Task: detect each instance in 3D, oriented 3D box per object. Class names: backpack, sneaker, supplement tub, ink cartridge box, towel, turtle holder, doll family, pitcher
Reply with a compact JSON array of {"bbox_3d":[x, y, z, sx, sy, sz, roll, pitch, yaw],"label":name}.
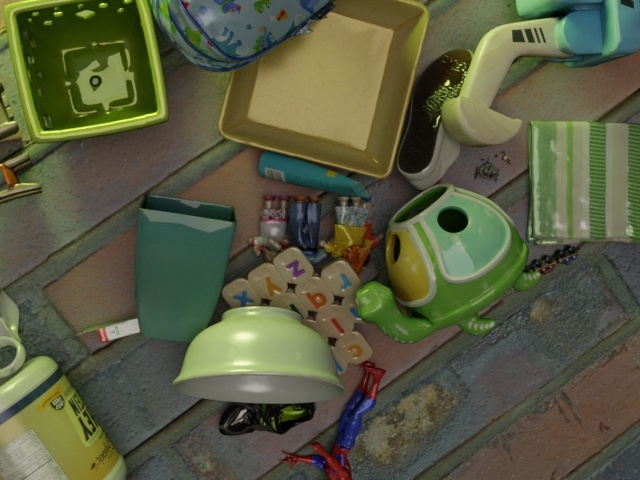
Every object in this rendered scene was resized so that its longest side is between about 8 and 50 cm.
[{"bbox_3d":[-0.118,-0.439,1.331,0.355,0.273,0.290,-33,123,7],"label":"backpack"},{"bbox_3d":[-0.100,0.329,1.537,0.188,0.078,0.067,-9,99,-7],"label":"sneaker"},{"bbox_3d":[-0.479,0.384,1.404,0.228,0.228,0.316,-33,98,-6],"label":"supplement tub"},{"bbox_3d":[-0.382,0.165,1.489,0.115,0.063,0.029,-16,94,-7],"label":"ink cartridge box"},{"bbox_3d":[0.575,-0.114,1.641,0.324,0.038,0.248,0,92,-7],"label":"towel"},{"bbox_3d":[0.210,0.042,1.488,0.320,0.243,0.227,-32,105,7],"label":"turtle holder"},{"bbox_3d":[0.000,0.000,1.511,0.262,0.118,0.163,0,94,-9],"label":"doll family"},{"bbox_3d":[-0.615,0.196,1.403,0.207,0.178,0.125,-29,137,-9],"label":"pitcher"},{"bbox_3d":[0.227,-0.225,1.561,0.105,0.123,0.290,15,73,31],"label":"sneaker"}]

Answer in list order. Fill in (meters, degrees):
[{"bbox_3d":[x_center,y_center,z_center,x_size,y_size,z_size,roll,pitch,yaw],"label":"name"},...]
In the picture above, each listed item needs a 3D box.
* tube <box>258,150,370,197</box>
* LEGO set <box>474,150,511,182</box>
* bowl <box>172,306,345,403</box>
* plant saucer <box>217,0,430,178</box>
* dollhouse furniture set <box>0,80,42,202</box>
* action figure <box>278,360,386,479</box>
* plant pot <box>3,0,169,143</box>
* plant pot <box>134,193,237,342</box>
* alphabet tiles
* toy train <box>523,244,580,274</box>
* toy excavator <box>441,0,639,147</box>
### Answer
[{"bbox_3d":[-0.013,-0.116,1.486,0.207,0.080,0.052,18,86,21],"label":"tube"},{"bbox_3d":[0.340,-0.145,1.605,0.054,0.023,0.083,39,87,-9],"label":"LEGO set"},{"bbox_3d":[-0.104,0.196,1.409,0.297,0.298,0.134,4,70,-9],"label":"bowl"},{"bbox_3d":[0.004,-0.311,1.512,0.332,0.081,0.333,14,92,-9],"label":"plant saucer"},{"bbox_3d":[-0.572,-0.188,1.338,0.135,0.259,0.262,-21,95,-17],"label":"dollhouse furniture set"},{"bbox_3d":[0.017,0.362,1.554,0.139,0.091,0.281,14,90,-17],"label":"action figure"},{"bbox_3d":[-0.385,-0.287,1.387,0.228,0.207,0.227,-11,96,-9],"label":"plant pot"},{"bbox_3d":[-0.252,0.053,1.457,0.165,0.165,0.234,9,100,-10],"label":"plant pot"},{"bbox_3d":[-0.040,0.149,1.507,0.284,0.021,0.278,-31,113,12],"label":"alphabet tiles"},{"bbox_3d":[0.451,0.050,1.634,0.158,0.027,0.036,-22,100,-7],"label":"toy train"},{"bbox_3d":[0.429,-0.396,1.490,0.444,0.222,0.433,-5,93,-12],"label":"toy excavator"}]
